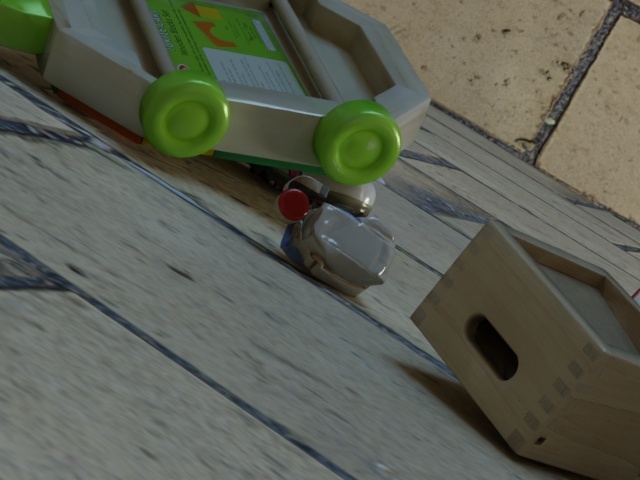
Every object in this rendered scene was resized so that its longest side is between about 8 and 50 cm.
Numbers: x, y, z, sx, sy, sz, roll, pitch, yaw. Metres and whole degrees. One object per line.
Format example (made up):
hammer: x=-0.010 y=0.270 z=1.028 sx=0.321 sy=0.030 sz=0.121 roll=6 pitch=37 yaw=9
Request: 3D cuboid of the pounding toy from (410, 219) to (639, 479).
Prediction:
pounding toy: x=0.119 y=0.065 z=1.005 sx=0.130 sy=0.100 sz=0.141 roll=22 pitch=23 yaw=-44

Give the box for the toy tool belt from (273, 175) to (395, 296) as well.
toy tool belt: x=0.000 y=0.000 z=1.107 sx=0.083 sy=0.052 sz=0.051 roll=31 pitch=-24 yaw=-19

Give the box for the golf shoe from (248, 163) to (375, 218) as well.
golf shoe: x=-0.021 y=-0.081 z=1.359 sx=0.186 sy=0.086 sz=0.067 roll=38 pitch=9 yaw=37

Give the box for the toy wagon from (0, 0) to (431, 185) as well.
toy wagon: x=-0.100 y=-0.138 z=1.258 sx=0.344 sy=0.068 sz=0.267 roll=8 pitch=31 yaw=-23

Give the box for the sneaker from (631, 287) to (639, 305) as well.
sneaker: x=0.360 y=0.107 z=1.655 sx=0.221 sy=0.087 sz=0.128 roll=4 pitch=34 yaw=-45
